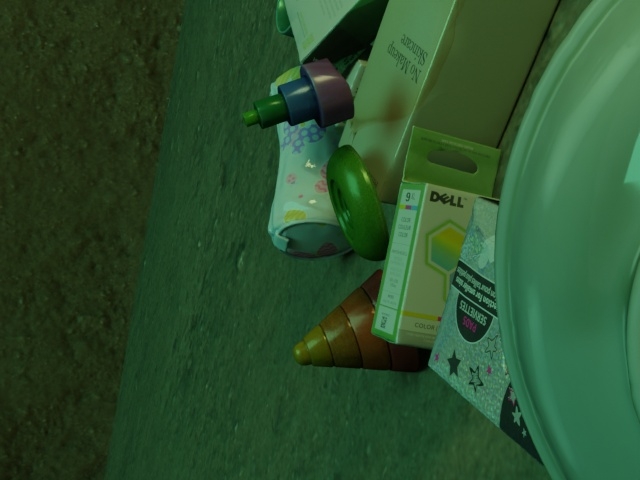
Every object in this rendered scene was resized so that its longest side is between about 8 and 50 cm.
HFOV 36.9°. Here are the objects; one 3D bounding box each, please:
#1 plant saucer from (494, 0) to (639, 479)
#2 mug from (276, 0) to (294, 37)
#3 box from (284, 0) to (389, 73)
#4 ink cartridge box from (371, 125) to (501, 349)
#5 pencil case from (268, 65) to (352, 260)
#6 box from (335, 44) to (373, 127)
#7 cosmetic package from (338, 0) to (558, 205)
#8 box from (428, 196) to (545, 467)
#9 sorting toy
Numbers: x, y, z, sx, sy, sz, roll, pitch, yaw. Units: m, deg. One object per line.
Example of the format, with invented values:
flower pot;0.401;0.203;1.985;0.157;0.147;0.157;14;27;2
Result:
plant saucer;0.232;0.037;0.350;0.400;0.100;0.401;9;105;34
mug;-0.003;-0.370;1.462;0.158;0.097;0.129;-113;39;-57
box;0.083;-0.367;1.151;0.322;0.058;0.232;-44;35;25
ink cartridge box;0.127;0.002;0.926;0.062;0.109;0.209;-170;92;-69
pencil case;-0.009;-0.109;1.313;0.113;0.124;0.273;132;142;-53
box;0.065;-0.188;1.192;0.102;0.101;0.087;-117;43;-56
cosmetic package;0.135;-0.198;1.003;0.160;0.113;0.309;-121;46;-59
box;0.201;0.075;0.622;0.247;0.163;0.142;-144;67;-67
sorting toy;0.000;0.000;1.003;0.127;0.126;0.366;-126;19;-63
